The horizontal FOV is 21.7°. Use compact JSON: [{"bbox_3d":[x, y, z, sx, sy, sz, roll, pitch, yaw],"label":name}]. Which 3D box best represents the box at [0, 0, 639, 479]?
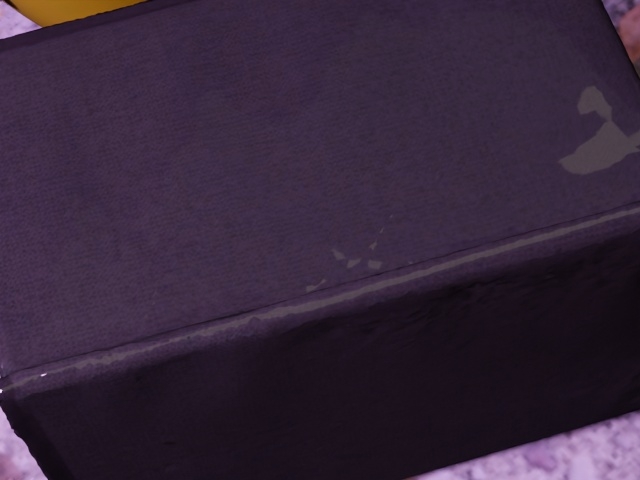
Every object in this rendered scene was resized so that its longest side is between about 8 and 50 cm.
[{"bbox_3d":[0.000,0.001,0.900,0.345,0.251,0.204,-15,62,-2],"label":"box"}]

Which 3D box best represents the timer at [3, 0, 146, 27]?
[{"bbox_3d":[-0.072,-0.246,0.968,0.376,0.376,0.387,-23,37,-6],"label":"timer"}]
